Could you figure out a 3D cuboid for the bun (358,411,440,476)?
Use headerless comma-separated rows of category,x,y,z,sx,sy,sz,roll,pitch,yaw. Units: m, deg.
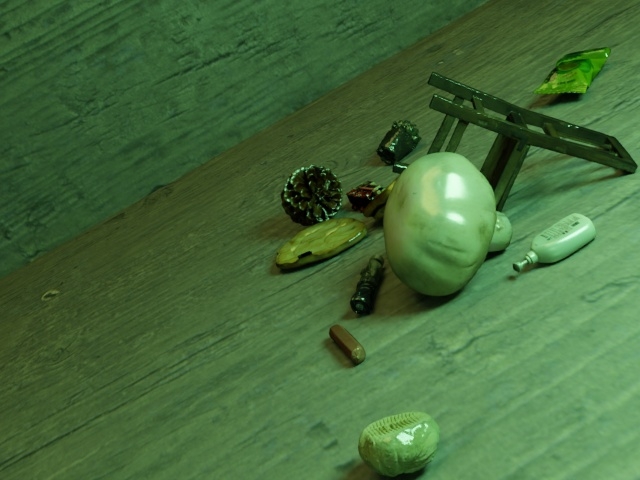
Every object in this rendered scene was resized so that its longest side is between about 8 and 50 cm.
bun,0.109,0.281,1.093,0.115,0.069,0.115,-16,3,1

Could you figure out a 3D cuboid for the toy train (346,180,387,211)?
toy train,0.126,-0.114,2.043,0.087,0.050,0.138,-32,20,-20

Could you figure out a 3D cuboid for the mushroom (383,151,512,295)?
mushroom,0.242,-0.026,1.480,0.254,0.234,0.260,-134,59,-64

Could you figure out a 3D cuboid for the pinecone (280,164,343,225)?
pinecone,-0.014,-0.117,2.051,0.163,0.163,0.165,-34,8,-15

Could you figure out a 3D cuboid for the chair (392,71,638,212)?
chair,0.380,-0.148,1.640,0.203,0.416,0.240,-77,7,-65

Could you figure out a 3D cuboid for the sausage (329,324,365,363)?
sausage,0.048,0.186,1.453,0.035,0.030,0.147,-33,20,-9

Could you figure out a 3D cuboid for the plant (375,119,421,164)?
plant,0.223,-0.282,2.264,0.143,0.094,0.092,-46,15,-29

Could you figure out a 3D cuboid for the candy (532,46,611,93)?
candy,0.653,-0.427,2.080,0.149,0.069,0.246,-4,27,40

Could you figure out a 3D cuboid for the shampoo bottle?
shampoo bottle,0.401,0.010,1.393,0.152,0.045,0.077,-30,22,-9

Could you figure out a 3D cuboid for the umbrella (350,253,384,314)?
umbrella,0.093,0.086,1.614,0.050,0.046,0.188,-24,21,25

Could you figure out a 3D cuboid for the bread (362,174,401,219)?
bread,0.178,-0.104,1.855,0.116,0.077,0.200,-49,2,-22

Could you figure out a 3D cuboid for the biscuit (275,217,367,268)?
biscuit,0.002,0.005,1.942,0.260,0.041,0.203,-13,21,33
